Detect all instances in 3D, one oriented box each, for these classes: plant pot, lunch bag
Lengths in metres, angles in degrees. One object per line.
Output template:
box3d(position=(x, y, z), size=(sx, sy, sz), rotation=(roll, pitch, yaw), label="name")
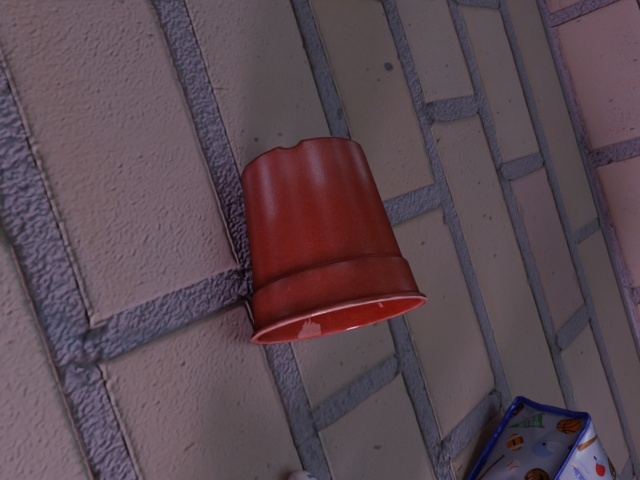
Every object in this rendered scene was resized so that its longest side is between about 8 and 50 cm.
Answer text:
box3d(position=(0.000, 0.000, 1.018), size=(0.272, 0.272, 0.264), rotation=(4, 68, -47), label="plant pot")
box3d(position=(0.467, 0.589, 1.373), size=(0.385, 0.239, 0.327), rotation=(-44, 113, -28), label="lunch bag")

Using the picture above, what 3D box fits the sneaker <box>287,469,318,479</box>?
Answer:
box3d(position=(0.051, 0.441, 0.996), size=(0.126, 0.091, 0.240), rotation=(-16, 60, -42), label="sneaker")
